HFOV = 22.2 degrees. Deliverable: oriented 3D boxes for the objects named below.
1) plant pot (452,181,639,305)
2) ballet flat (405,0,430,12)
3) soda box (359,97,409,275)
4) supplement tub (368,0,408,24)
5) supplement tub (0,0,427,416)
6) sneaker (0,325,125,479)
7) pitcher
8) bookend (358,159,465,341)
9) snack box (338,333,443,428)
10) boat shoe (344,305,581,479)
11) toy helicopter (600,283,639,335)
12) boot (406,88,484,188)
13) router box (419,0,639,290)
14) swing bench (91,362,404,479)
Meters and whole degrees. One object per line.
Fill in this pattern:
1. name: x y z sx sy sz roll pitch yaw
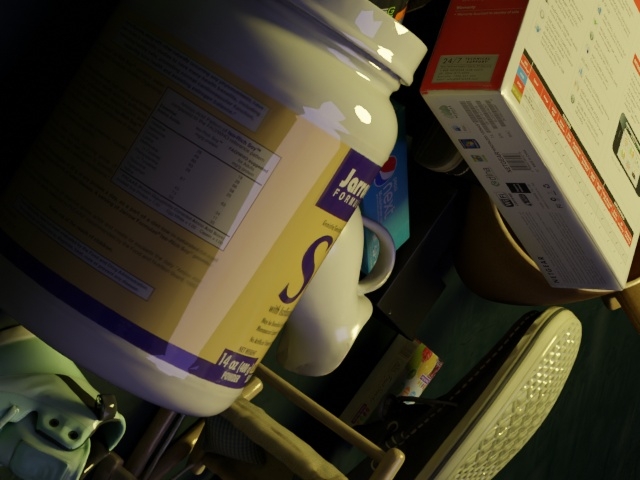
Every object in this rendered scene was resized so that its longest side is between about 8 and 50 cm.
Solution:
1. plant pot: 0.253 -0.020 1.899 0.237 0.237 0.254 -42 179 -26
2. ballet flat: 0.132 -0.279 1.567 0.250 0.084 0.058 -46 146 -33
3. soda box: 0.043 -0.061 1.669 0.071 0.067 0.210 -43 151 -26
4. supplement tub: 0.028 -0.253 1.375 0.117 0.117 0.190 -27 142 -45
5. supplement tub: -0.090 -0.060 1.252 0.331 0.241 0.241 -58 154 4
6. sneaker: -0.270 0.156 1.292 0.256 0.151 0.094 -23 140 -46
7. pitcher: 0.000 0.000 1.576 0.178 0.125 0.207 -47 135 -34
8. bookend: 0.101 0.015 1.847 0.157 0.072 0.156 -55 155 -5
9. snack box: 0.090 0.190 2.060 0.141 0.037 0.100 -53 151 -3
10. boat shoe: 0.115 0.255 1.950 0.500 0.156 0.187 -50 155 12
11. toy helicopter: 0.374 0.025 2.034 0.140 0.355 0.235 -22 140 -5
12. boot: 0.181 -0.084 1.646 0.085 0.178 0.236 -58 -168 9
13. router box: 0.239 -0.163 1.567 0.335 0.082 0.301 50 51 -45
14. swing bench: -0.076 0.268 1.630 0.255 0.253 0.165 -50 153 -14
